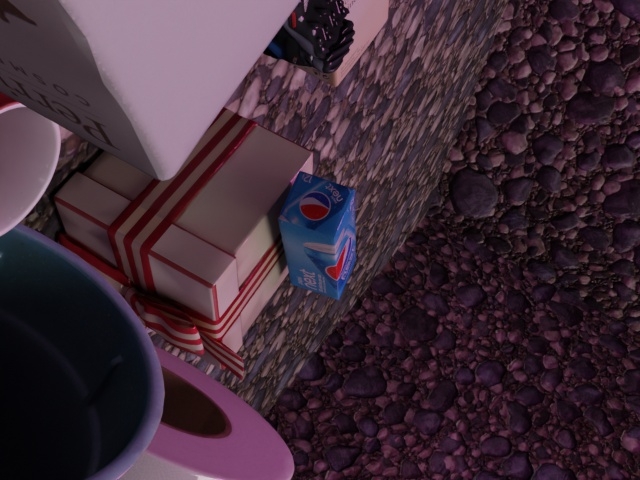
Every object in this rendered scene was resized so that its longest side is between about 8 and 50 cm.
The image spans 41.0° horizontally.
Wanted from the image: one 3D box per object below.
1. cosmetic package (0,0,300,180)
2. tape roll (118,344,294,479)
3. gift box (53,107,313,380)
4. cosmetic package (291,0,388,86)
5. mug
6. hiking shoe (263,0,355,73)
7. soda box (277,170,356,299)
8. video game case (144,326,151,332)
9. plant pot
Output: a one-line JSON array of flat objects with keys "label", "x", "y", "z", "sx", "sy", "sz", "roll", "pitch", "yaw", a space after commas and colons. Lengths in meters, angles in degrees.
[{"label": "cosmetic package", "x": -0.146, "y": -0.297, "z": 0.364, "sx": 0.328, "sy": 0.329, "sz": 0.394, "roll": -57, "pitch": 165, "yaw": -14}, {"label": "tape roll", "x": -0.212, "y": 0.207, "z": 1.019, "sx": 0.072, "sy": 0.392, "sz": 0.392, "roll": -61, "pitch": 166, "yaw": 2}, {"label": "gift box", "x": -0.159, "y": 0.009, "z": 1.089, "sx": 0.258, "sy": 0.255, "sz": 0.276, "roll": -54, "pitch": 159, "yaw": -30}, {"label": "cosmetic package", "x": 0.016, "y": -0.377, "z": 1.204, "sx": 0.160, "sy": 0.113, "sz": 0.309, "roll": -55, "pitch": 166, "yaw": -17}, {"label": "mug", "x": -0.297, "y": -0.081, "z": 0.600, "sx": 0.150, "sy": 0.169, "sz": 0.113, "roll": -35, "pitch": 152, "yaw": -58}, {"label": "hiking shoe", "x": -0.067, "y": -0.323, "z": 1.029, "sx": 0.113, "sy": 0.132, "sz": 0.304, "roll": -60, "pitch": 145, "yaw": -31}, {"label": "soda box", "x": 0.000, "y": 0.000, "z": 1.046, "sx": 0.210, "sy": 0.071, "sz": 0.067, "roll": 83, "pitch": 28, "yaw": -67}, {"label": "video game case", "x": -0.232, "y": 0.045, "z": 1.371, "sx": 0.227, "sy": 0.026, "sz": 0.206, "roll": -63, "pitch": 166, "yaw": 16}, {"label": "plant pot", "x": -0.353, "y": 0.189, "z": 0.698, "sx": 0.334, "sy": 0.341, "sz": 0.341, "roll": -57, "pitch": 168, "yaw": 24}]
